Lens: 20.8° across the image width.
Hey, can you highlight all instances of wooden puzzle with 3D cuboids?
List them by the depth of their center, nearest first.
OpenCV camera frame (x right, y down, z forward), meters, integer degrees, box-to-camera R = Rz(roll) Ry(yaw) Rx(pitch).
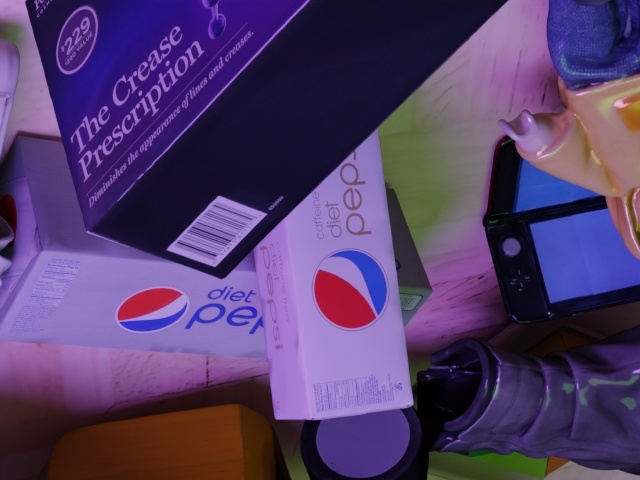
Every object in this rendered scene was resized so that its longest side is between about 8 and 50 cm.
[{"bbox_3d":[0.193,0.134,1.465,0.221,0.044,0.239,21,126,-41],"label":"wooden puzzle"}]

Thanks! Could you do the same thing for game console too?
[{"bbox_3d":[0.197,-0.017,1.253,0.144,0.124,0.085,-11,168,-12],"label":"game console"}]

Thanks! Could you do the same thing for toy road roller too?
[{"bbox_3d":[-0.045,0.265,1.312,0.330,0.240,0.202,-6,142,6],"label":"toy road roller"}]

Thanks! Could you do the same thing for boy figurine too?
[{"bbox_3d":[0.205,-0.086,1.139,0.177,0.092,0.285,-20,132,-1],"label":"boy figurine"}]

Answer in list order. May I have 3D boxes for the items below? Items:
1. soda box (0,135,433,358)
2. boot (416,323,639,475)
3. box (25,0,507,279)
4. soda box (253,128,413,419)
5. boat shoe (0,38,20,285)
[{"bbox_3d":[-0.075,0.012,1.146,0.286,0.098,0.091,7,137,-31],"label":"soda box"},{"bbox_3d":[0.210,0.101,1.252,0.223,0.118,0.338,6,152,-18],"label":"boot"},{"bbox_3d":[-0.029,-0.136,0.916,0.103,0.184,0.261,22,126,-39],"label":"box"},{"bbox_3d":[0.000,0.000,1.072,0.069,0.216,0.074,-5,176,-20],"label":"soda box"},{"bbox_3d":[-0.228,0.001,1.038,0.088,0.096,0.267,-2,115,-27],"label":"boat shoe"}]
